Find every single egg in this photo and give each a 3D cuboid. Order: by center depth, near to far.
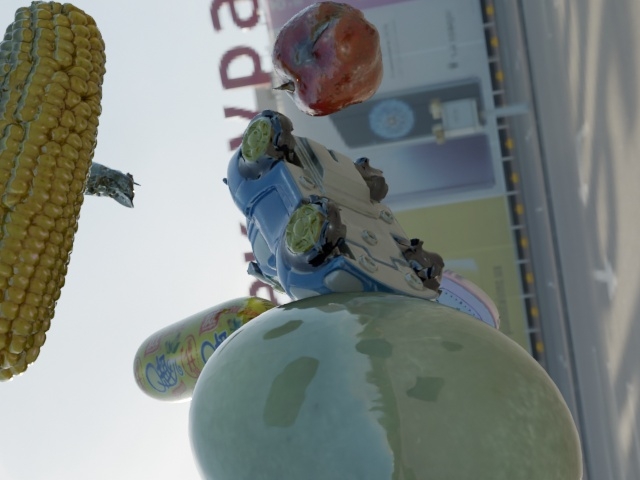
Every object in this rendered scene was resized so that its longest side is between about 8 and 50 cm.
[{"bbox_3d":[0.050,0.172,0.811,0.258,0.352,0.258,3,-90,-68],"label":"egg"}]

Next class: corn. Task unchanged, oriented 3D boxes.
[{"bbox_3d":[-0.219,-0.028,0.666,0.101,0.102,0.310,55,-134,-67],"label":"corn"}]

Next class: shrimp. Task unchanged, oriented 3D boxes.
[{"bbox_3d":[-0.396,-0.083,1.436,0.173,0.253,0.058,-23,-63,-40],"label":"shrimp"}]

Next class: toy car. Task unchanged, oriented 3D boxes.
[{"bbox_3d":[0.000,0.000,1.030,0.198,0.166,0.314,20,-151,-39],"label":"toy car"}]

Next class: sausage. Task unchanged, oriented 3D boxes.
[{"bbox_3d":[-0.166,0.166,1.374,0.123,0.347,0.123,20,-121,-38],"label":"sausage"}]

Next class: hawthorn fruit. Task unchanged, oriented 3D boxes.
[{"bbox_3d":[0.003,-0.138,0.714,0.093,0.093,0.093,-8,-90,-79],"label":"hawthorn fruit"}]

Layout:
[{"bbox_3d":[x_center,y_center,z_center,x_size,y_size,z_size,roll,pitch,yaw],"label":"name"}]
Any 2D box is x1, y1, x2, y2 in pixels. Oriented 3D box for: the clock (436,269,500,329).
[{"bbox_3d":[0.214,0.215,1.956,0.102,0.339,0.338,-23,-75,-73],"label":"clock"}]
